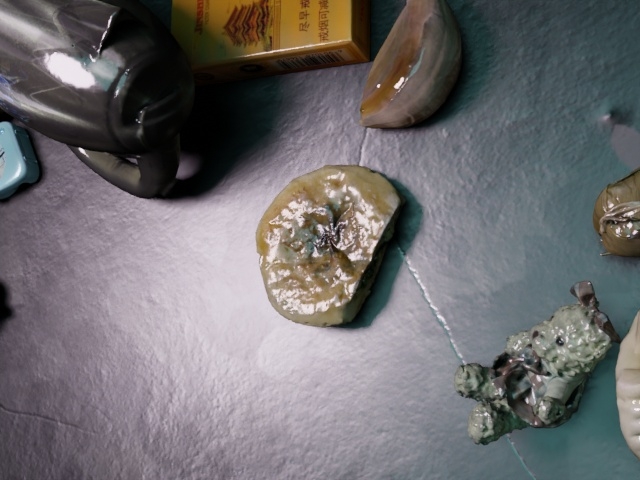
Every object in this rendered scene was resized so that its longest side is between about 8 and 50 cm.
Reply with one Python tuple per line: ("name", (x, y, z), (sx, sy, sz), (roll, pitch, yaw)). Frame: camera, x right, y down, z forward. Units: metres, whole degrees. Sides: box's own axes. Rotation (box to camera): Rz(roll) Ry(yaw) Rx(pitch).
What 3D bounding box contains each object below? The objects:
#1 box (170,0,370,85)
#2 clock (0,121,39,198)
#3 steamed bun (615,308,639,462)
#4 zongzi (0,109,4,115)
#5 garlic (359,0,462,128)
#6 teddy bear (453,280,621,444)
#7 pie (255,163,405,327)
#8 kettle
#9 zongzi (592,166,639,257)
("box", (-0.071, -0.320, 1.128), (0.274, 0.076, 0.174), (-4, 78, 22))
("clock", (-0.517, -0.110, 1.297), (0.147, 0.045, 0.108), (-30, 70, 16))
("steamed bun", (0.451, 0.098, 0.743), (0.346, 0.237, 0.394), (-2, 115, 26))
("zongzi", (-0.501, -0.225, 1.284), (0.242, 0.112, 0.221), (16, 91, 8))
("garlic", (0.123, -0.224, 1.027), (0.101, 0.087, 0.196), (21, 92, 37))
("teddy bear", (0.249, 0.144, 0.889), (0.213, 0.111, 0.133), (-46, 27, 28))
("pie", (0.001, 0.001, 1.055), (0.185, 0.052, 0.218), (20, 87, 30))
("kettle", (-0.302, -0.198, 1.105), (0.324, 0.321, 0.228), (32, 52, 29))
("zongzi", (0.385, -0.082, 0.878), (0.194, 0.099, 0.197), (-8, 80, 15))
